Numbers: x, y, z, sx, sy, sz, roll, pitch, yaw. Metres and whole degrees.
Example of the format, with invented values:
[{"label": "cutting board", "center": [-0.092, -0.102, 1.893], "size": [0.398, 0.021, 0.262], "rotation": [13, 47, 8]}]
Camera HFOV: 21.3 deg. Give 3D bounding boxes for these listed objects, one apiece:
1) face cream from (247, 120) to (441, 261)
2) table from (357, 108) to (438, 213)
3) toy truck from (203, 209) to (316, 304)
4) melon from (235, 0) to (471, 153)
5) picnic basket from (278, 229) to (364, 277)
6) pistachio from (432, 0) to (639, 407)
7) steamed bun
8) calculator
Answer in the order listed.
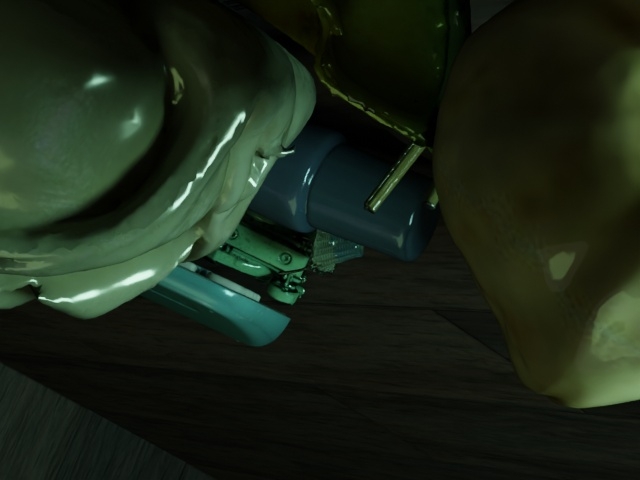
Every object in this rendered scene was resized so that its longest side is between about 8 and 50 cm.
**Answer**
[{"label": "face cream", "center": [-0.084, -0.080, 1.387], "size": [0.385, 0.086, 0.135], "rotation": [22, 161, 22]}, {"label": "table", "center": [0.141, -0.025, 1.204], "size": [0.240, 0.111, 0.121], "rotation": [33, 162, -28]}, {"label": "toy truck", "center": [-0.074, -0.007, 1.627], "size": [0.154, 0.080, 0.078], "rotation": [24, -170, -1]}, {"label": "melon", "center": [-0.016, -0.176, 0.957], "size": [0.265, 0.129, 0.169], "rotation": [31, -171, -3]}, {"label": "picnic basket", "center": [0.000, 0.000, 1.551], "size": [0.083, 0.065, 0.083], "rotation": [1, 162, 14]}, {"label": "pistachio", "center": [0.167, -0.044, 0.835], "size": [0.229, 0.321, 0.238], "rotation": [29, 119, -5]}, {"label": "steamed bun", "center": [-0.193, -0.085, 1.102], "size": [0.342, 0.255, 0.368], "rotation": [28, -179, 3]}, {"label": "calculator", "center": [-0.155, 0.038, 1.751], "size": [0.256, 0.054, 0.386], "rotation": [25, 173, 6]}]
